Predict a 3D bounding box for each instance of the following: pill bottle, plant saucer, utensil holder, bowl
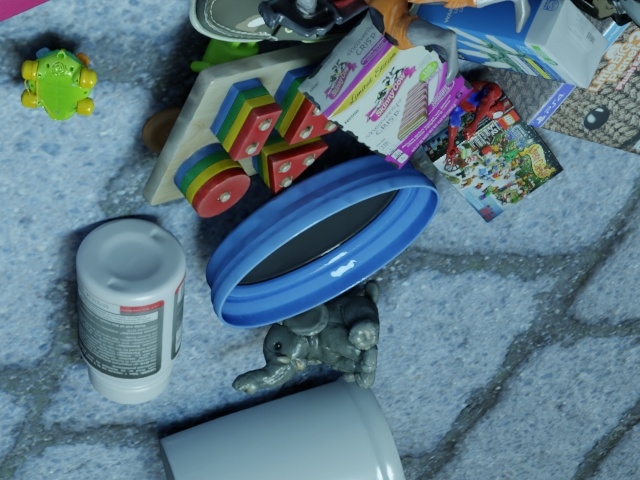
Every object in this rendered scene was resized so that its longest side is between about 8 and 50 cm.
[{"bbox_3d":[-0.291,0.115,2.147,0.161,0.161,0.283,-13,142,-19],"label":"pill bottle"},{"bbox_3d":[-0.211,-0.154,1.990,0.083,0.013,0.083,-18,144,-13],"label":"plant saucer"},{"bbox_3d":[-0.068,0.453,2.570,0.385,0.327,0.327,-17,143,-12],"label":"utensil holder"},{"bbox_3d":[0.000,0.000,2.175,0.391,0.077,0.391,-27,162,-10],"label":"bowl"}]

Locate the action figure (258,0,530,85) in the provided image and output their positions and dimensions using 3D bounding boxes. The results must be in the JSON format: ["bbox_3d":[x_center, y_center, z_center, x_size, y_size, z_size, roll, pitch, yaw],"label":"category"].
[{"bbox_3d":[0.104,-0.359,1.719,0.341,0.330,0.178,-45,161,-32],"label":"action figure"}]

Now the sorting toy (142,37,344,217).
[{"bbox_3d":[-0.084,-0.142,1.939,0.257,0.089,0.255,-20,154,-41],"label":"sorting toy"}]

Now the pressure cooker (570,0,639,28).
[{"bbox_3d":[0.450,-0.455,1.715,0.420,0.375,0.370,-27,103,5],"label":"pressure cooker"}]

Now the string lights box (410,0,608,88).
[{"bbox_3d":[0.241,-0.289,1.905,0.133,0.260,0.076,30,82,-49],"label":"string lights box"}]

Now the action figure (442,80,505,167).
[{"bbox_3d":[0.179,-0.195,2.086,0.280,0.139,0.091,13,172,-43],"label":"action figure"}]

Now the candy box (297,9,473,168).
[{"bbox_3d":[0.092,-0.203,1.882,0.159,0.071,0.233,-48,150,9],"label":"candy box"}]

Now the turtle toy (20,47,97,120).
[{"bbox_3d":[-0.335,-0.199,1.811,0.095,0.066,0.130,8,139,-7],"label":"turtle toy"}]

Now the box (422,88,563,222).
[{"bbox_3d":[0.285,-0.134,2.300,0.159,0.044,0.233,-35,144,12],"label":"box"}]

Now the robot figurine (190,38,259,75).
[{"bbox_3d":[-0.124,-0.242,1.891,0.101,0.067,0.115,-9,142,-36],"label":"robot figurine"}]

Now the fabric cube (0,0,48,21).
[{"bbox_3d":[-0.335,-0.397,1.404,0.258,0.259,0.254,-24,143,-5],"label":"fabric cube"}]

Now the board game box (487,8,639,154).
[{"bbox_3d":[0.447,-0.278,2.143,0.291,0.141,0.232,9,131,-40],"label":"board game box"}]

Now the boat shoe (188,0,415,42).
[{"bbox_3d":[-0.019,-0.311,1.824,0.305,0.091,0.109,-10,111,-26],"label":"boat shoe"}]

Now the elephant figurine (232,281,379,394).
[{"bbox_3d":[-0.022,0.165,2.399,0.239,0.186,0.169,4,103,0],"label":"elephant figurine"}]
